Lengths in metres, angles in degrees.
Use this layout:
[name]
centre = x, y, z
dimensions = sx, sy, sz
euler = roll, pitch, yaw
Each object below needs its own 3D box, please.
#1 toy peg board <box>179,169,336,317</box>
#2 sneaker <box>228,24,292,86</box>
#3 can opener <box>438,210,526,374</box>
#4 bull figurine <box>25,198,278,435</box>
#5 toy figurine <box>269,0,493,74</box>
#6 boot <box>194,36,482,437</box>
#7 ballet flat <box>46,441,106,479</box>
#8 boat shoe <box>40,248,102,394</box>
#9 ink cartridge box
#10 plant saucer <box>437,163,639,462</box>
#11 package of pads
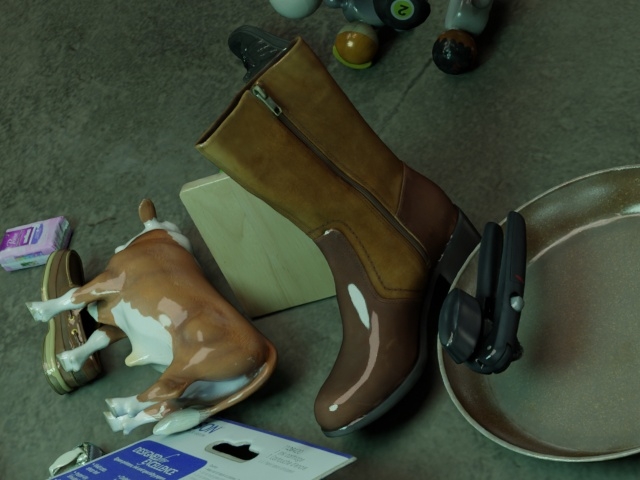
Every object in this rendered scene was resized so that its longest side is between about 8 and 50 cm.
[toy peg board]
centre = -0.028, -0.026, 1.512
dimensions = 0.161, 0.161, 0.079
euler = -16, 30, 20
[sneaker]
centre = -0.067, -0.193, 1.762
dimensions = 0.170, 0.051, 0.089
euler = 22, 62, 40
[can opener]
centre = 0.154, 0.042, 1.327
dimensions = 0.059, 0.073, 0.186
euler = -15, 36, 33
[bull figurine]
centre = -0.170, 0.077, 1.517
dimensions = 0.188, 0.101, 0.310
euler = -32, 39, -17
[toy figurine]
centre = 0.072, -0.266, 1.625
dimensions = 0.213, 0.209, 0.148
euler = 9, 74, 31
[boot]
centre = 0.000, 0.000, 1.358
dimensions = 0.264, 0.280, 0.096
euler = -54, 24, -19
[ballet flat]
centre = -0.261, 0.241, 1.498
dimensions = 0.114, 0.041, 0.041
euler = -46, 43, -11
[boat shoe]
centre = -0.259, 0.082, 1.630
dimensions = 0.060, 0.064, 0.178
euler = -18, 50, 12
[ink cartridge box]
centre = -0.162, 0.249, 1.301
dimensions = 0.307, 0.072, 0.304
euler = -19, 11, -28
[plant saucer]
centre = 0.252, 0.067, 1.316
dimensions = 0.311, 0.050, 0.310
euler = -18, 44, 18
[package of pads]
centre = -0.330, 0.004, 1.767
dimensions = 0.083, 0.032, 0.050
euler = -11, 44, 25
